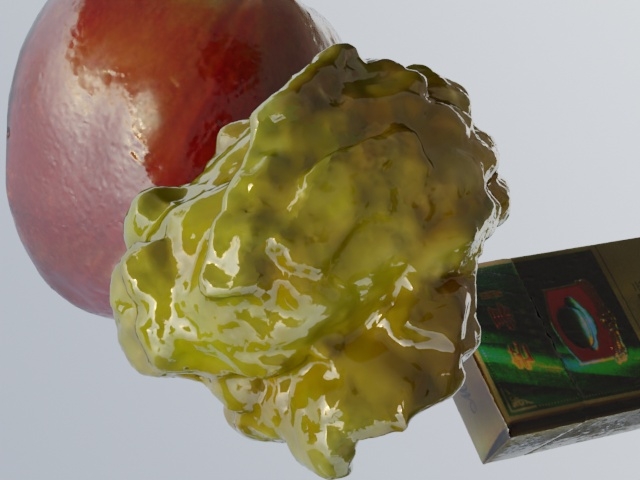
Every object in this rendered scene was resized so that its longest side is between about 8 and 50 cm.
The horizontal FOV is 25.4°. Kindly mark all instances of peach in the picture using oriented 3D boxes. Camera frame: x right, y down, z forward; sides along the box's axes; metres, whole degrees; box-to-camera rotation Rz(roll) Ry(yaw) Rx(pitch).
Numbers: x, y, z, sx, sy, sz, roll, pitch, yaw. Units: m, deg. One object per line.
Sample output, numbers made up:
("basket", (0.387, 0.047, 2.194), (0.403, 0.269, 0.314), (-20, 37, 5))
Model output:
("peach", (-0.101, -0.063, 1.016), (0.248, 0.275, 0.245), (16, -168, -26))

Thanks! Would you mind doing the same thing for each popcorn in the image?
("popcorn", (0.002, 0.004, 0.660), (0.155, 0.197, 0.198), (43, -144, -17))

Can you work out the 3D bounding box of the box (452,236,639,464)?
("box", (0.218, 0.085, 1.166), (0.240, 0.071, 0.159), (-9, -123, -21))
